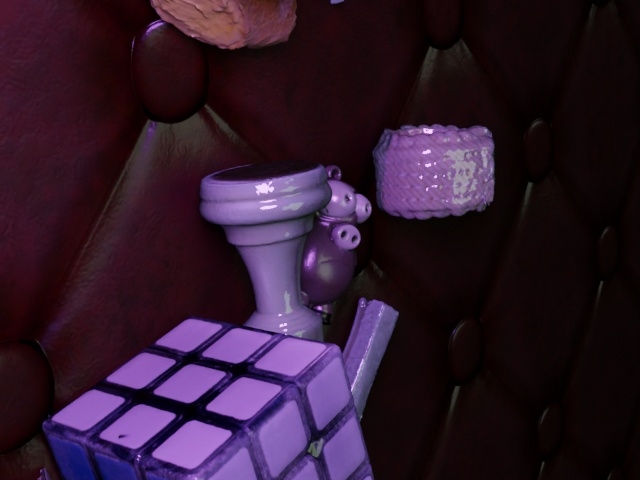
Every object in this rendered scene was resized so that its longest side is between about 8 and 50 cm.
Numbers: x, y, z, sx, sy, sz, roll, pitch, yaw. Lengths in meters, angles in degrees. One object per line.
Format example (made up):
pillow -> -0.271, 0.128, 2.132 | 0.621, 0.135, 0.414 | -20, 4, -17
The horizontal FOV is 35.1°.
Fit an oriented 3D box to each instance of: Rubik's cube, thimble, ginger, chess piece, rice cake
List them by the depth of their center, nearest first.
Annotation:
Rubik's cube -> -0.136, 0.316, 1.371 | 0.304, 0.301, 0.305 | -39, 125, -41
ginger -> -0.134, -0.378, 1.404 | 0.275, 0.130, 0.221 | 54, 46, -39
chess piece -> -0.067, 0.042, 1.485 | 0.195, 0.195, 0.299 | -21, 109, -47
thimble -> 0.202, -0.126, 1.776 | 0.219, 0.219, 0.150 | -18, 109, -48
rice cake -> 0.053, 0.263, 1.781 | 0.066, 0.063, 0.336 | 36, 68, -44

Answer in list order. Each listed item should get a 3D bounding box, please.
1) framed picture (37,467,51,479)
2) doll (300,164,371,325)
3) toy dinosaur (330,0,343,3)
framed picture -> -0.295, 0.436, 1.254 | 0.017, 0.274, 0.217 | -23, 116, -12
doll -> -0.002, 0.001, 1.629 | 0.182, 0.117, 0.257 | 24, 80, -44
toy dinosaur -> 0.028, -0.445, 1.621 | 0.329, 0.076, 0.144 | 29, 41, -48
